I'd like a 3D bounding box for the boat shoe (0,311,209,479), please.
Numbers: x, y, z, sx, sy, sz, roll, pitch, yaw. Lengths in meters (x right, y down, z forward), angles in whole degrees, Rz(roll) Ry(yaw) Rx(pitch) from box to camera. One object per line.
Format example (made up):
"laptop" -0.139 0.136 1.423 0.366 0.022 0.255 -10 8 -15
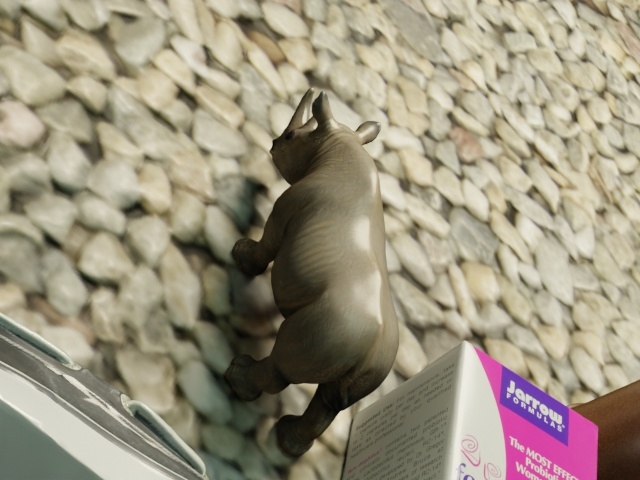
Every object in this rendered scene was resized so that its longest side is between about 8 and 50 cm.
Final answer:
"boat shoe" -0.098 0.125 0.613 0.301 0.108 0.102 41 18 -28

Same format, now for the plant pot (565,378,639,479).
"plant pot" 0.223 0.158 0.843 0.167 0.165 0.167 23 48 -28

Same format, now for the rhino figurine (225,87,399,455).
"rhino figurine" 0.000 0.000 0.802 0.073 0.106 0.243 23 48 -30

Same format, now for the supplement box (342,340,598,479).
"supplement box" 0.075 0.185 0.730 0.111 0.114 0.220 32 42 -19
